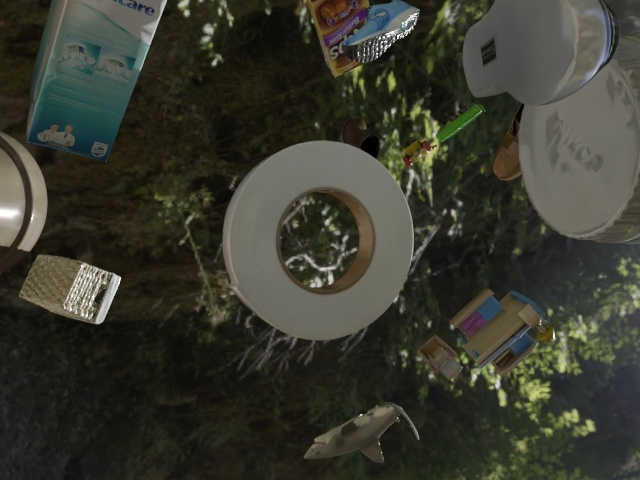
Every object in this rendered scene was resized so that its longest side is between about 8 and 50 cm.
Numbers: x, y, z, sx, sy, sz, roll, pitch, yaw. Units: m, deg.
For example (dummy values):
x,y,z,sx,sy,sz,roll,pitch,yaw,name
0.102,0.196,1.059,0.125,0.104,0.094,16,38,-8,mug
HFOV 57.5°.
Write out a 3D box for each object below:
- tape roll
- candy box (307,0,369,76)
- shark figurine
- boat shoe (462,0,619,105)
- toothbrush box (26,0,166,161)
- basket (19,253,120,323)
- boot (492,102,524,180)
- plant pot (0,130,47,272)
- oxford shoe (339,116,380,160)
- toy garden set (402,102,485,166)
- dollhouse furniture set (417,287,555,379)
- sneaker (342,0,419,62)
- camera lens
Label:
x,y,z,sx,sy,sz,roll,pitch,yaw,name
0.000,0.000,1.151,0.072,0.391,0.392,-176,-100,-68,tape roll
0.047,-0.429,1.163,0.187,0.109,0.053,63,1,-56,candy box
0.117,0.415,1.238,0.278,0.166,0.116,-36,-107,32,shark figurine
0.164,-0.137,0.416,0.228,0.076,0.080,-83,164,-81,boat shoe
-0.352,-0.310,0.897,0.296,0.126,0.216,-58,-143,30,toothbrush box
-0.526,0.098,1.220,0.103,0.167,0.113,43,60,-54,basket
0.500,-0.272,1.453,0.112,0.115,0.305,56,-38,29,boot
-0.720,-0.077,1.071,0.280,0.322,0.324,-164,-111,-87,plant pot
0.097,-0.215,1.321,0.082,0.096,0.227,40,34,-31,oxford shoe
0.293,-0.266,1.400,0.049,0.203,0.244,53,21,1,toy garden set
0.434,0.289,1.439,0.198,0.286,0.303,47,2,-5,dollhouse furniture set
0.097,-0.375,1.033,0.073,0.162,0.063,47,-21,16,sneaker
0.391,-0.112,0.634,0.219,0.274,0.220,174,-90,-77,camera lens
